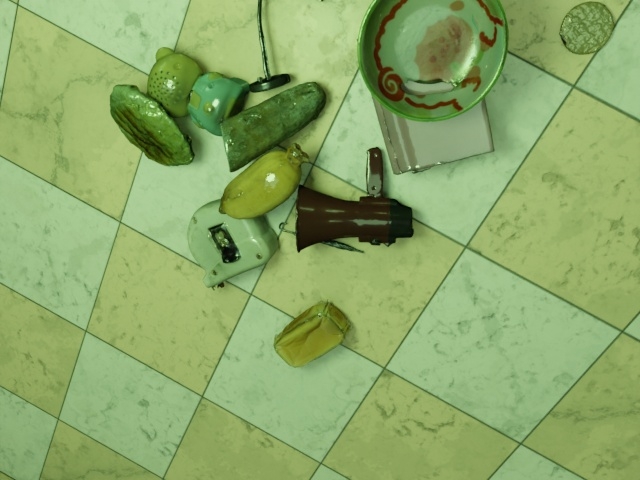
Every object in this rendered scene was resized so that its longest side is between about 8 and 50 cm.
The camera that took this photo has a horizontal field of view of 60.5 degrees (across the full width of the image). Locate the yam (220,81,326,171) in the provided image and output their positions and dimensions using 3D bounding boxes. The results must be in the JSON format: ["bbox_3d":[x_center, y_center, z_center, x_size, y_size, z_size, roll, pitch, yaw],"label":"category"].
[{"bbox_3d":[-0.130,-0.316,1.461,0.330,0.133,0.133,-32,103,-5],"label":"yam"}]

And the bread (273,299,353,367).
[{"bbox_3d":[-0.030,0.298,1.746,0.241,0.107,0.136,-37,101,25],"label":"bread"}]

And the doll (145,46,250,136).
[{"bbox_3d":[-0.350,-0.404,1.512,0.260,0.161,0.177,26,117,1],"label":"doll"}]

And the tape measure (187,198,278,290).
[{"bbox_3d":[-0.280,0.003,1.680,0.258,0.130,0.265,-23,104,24],"label":"tape measure"}]

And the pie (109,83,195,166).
[{"bbox_3d":[-0.481,-0.311,1.556,0.306,0.071,0.306,31,159,13],"label":"pie"}]

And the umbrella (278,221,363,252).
[{"bbox_3d":[-0.002,0.005,1.657,0.268,0.044,0.044,20,82,5],"label":"umbrella"}]

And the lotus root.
[{"bbox_3d":[-0.151,-0.150,1.507,0.303,0.146,0.131,-33,132,20],"label":"lotus root"}]

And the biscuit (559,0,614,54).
[{"bbox_3d":[0.628,-0.500,1.294,0.120,0.015,0.120,5,112,13],"label":"biscuit"}]

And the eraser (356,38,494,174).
[{"bbox_3d":[0.270,-0.372,1.385,0.272,0.122,0.359,-14,108,16],"label":"eraser"}]

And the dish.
[{"bbox_3d":[0.248,-0.442,1.237,0.324,0.124,0.324,4,118,8],"label":"dish"}]

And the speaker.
[{"bbox_3d":[0.089,-0.104,1.558,0.329,0.198,0.259,-5,71,1],"label":"speaker"}]

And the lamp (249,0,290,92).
[{"bbox_3d":[-0.141,-0.579,1.453,0.130,0.108,0.372,-1,97,28],"label":"lamp"}]
